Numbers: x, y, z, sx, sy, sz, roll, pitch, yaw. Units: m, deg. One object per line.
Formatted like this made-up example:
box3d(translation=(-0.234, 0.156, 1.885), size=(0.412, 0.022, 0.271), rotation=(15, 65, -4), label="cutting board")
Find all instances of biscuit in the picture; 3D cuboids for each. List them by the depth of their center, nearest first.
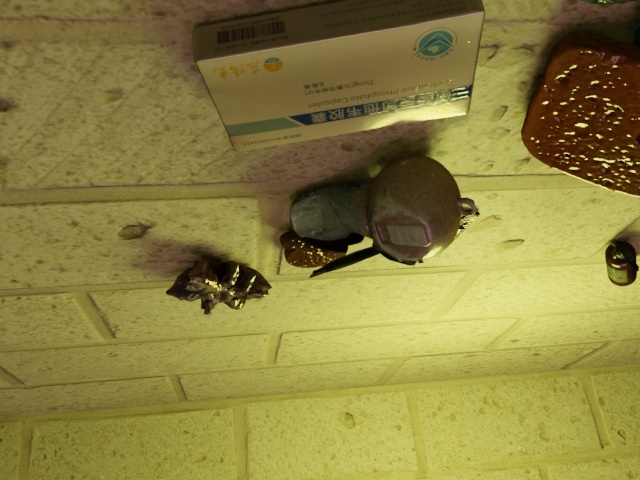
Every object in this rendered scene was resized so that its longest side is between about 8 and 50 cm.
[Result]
box3d(translation=(0.438, -0.175, 0.895), size=(0.262, 0.052, 0.277), rotation=(20, 156, 15), label="biscuit")
box3d(translation=(0.000, 0.000, 1.279), size=(0.180, 0.039, 0.236), rotation=(-4, 155, -16), label="biscuit")

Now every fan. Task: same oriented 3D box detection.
box3d(translation=(0.119, 0.015, 1.234), size=(0.335, 0.011, 0.229), rotation=(-20, -178, -25), label="fan")

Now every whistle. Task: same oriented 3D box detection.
box3d(translation=(0.106, -0.060, 1.083), size=(0.348, 0.189, 0.189), rotation=(-1, 160, 30), label="whistle")

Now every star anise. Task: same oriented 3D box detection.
box3d(translation=(-0.232, 0.100, 1.365), size=(0.229, 0.093, 0.236), rotation=(-10, 156, 5), label="star anise")

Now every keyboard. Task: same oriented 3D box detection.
box3d(translation=(0.281, -0.013, 1.349), size=(0.060, 0.018, 0.195), rotation=(-1, 154, -17), label="keyboard")

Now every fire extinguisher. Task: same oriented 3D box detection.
box3d(translation=(0.759, 0.060, 1.529), size=(0.071, 0.099, 0.231), rotation=(-36, 149, 10), label="fire extinguisher")

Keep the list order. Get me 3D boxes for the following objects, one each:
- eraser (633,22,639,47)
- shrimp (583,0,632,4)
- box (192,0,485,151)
box3d(translation=(0.494, -0.215, 0.853), size=(0.042, 0.144, 0.312), rotation=(-50, 155, -13), label="eraser")
box3d(translation=(0.431, -0.313, 0.593), size=(0.372, 0.172, 0.137), rotation=(-16, 149, 33), label="shrimp")
box3d(translation=(0.028, -0.218, 0.803), size=(0.344, 0.065, 0.200), rotation=(-9, 155, 4), label="box")
